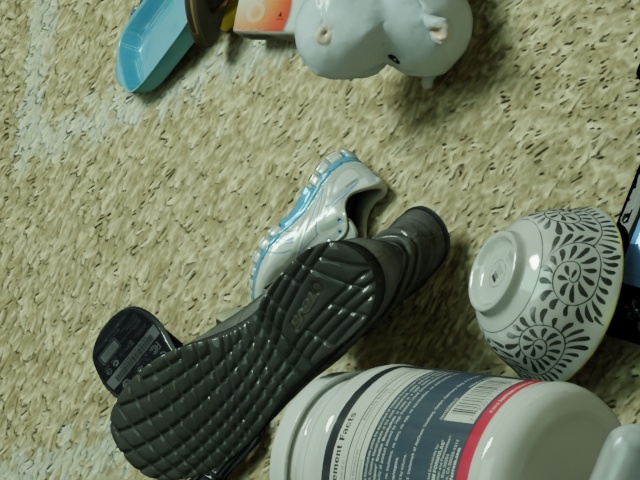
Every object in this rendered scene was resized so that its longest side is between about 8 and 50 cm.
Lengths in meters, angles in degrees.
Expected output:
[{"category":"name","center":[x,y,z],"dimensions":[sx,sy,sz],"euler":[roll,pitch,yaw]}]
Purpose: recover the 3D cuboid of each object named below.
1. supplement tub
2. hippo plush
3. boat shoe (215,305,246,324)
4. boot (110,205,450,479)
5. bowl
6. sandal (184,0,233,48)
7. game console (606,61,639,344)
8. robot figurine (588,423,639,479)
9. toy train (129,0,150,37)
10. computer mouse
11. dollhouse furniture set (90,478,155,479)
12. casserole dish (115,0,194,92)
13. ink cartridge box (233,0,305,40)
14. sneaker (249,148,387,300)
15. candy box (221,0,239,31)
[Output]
[{"category":"supplement tub","center":[0.108,0.204,1.454],"dimensions":[0.272,0.191,0.191],"euler":[2,72,47]},{"category":"hippo plush","center":[0.072,-0.269,1.770],"dimensions":[0.234,0.294,0.236],"euler":[104,159,-80]},{"category":"boat shoe","center":[-0.062,0.098,1.802],"dimensions":[0.137,0.049,0.043],"euler":[11,118,48]},{"category":"boot","center":[-0.028,0.102,1.646],"dimensions":[0.338,0.223,0.118],"euler":[-35,85,24]},{"category":"bowl","center":[0.182,0.039,1.510],"dimensions":[0.170,0.080,0.170],"euler":[-47,33,44]},{"category":"sandal","center":[-0.099,-0.328,2.006],"dimensions":[0.060,0.090,0.219],"euler":[17,78,26]},{"category":"game console","center":[0.340,-0.077,1.470],"dimensions":[0.213,0.044,0.361],"euler":[17,83,49]},{"category":"robot figurine","center":[0.315,0.244,1.208],"dimensions":[0.300,0.200,0.353],"euler":[25,89,22]},{"category":"toy train","center":[-0.210,-0.331,2.191],"dimensions":[0.036,0.027,0.158],"euler":[9,76,52]},{"category":"computer mouse","center":[-0.172,0.200,1.856],"dimensions":[0.262,0.060,0.184],"euler":[37,94,37]},{"category":"dollhouse furniture set","center":[-0.148,0.414,1.651],"dimensions":[0.394,0.257,0.362],"euler":[-63,35,35]},{"category":"casserole dish","center":[-0.189,-0.257,2.105],"dimensions":[0.188,0.037,0.114],"euler":[-48,42,34]},{"category":"ink cartridge box","center":[-0.020,-0.314,1.941],"dimensions":[0.145,0.045,0.179],"euler":[6,87,41]},{"category":"sneaker","center":[0.000,0.000,1.765],"dimensions":[0.083,0.071,0.190],"euler":[32,90,41]},{"category":"candy box","center":[-0.055,-0.342,2.033],"dimensions":[0.206,0.027,0.105],"euler":[-33,53,31]}]
